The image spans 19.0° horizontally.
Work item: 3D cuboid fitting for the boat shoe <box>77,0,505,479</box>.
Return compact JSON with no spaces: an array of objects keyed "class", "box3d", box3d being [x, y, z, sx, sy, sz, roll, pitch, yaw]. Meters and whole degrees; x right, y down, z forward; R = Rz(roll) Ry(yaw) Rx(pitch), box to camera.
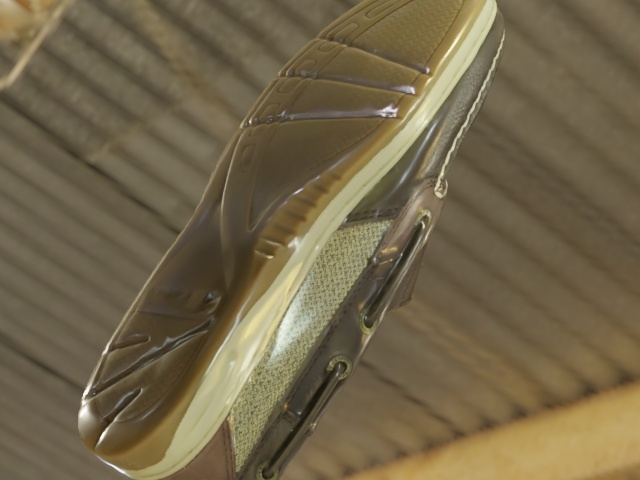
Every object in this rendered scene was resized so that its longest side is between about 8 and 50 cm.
[{"class":"boat shoe","box3d":[0.000,0.000,0.468,0.056,0.152,0.049,17,-25,51]}]
